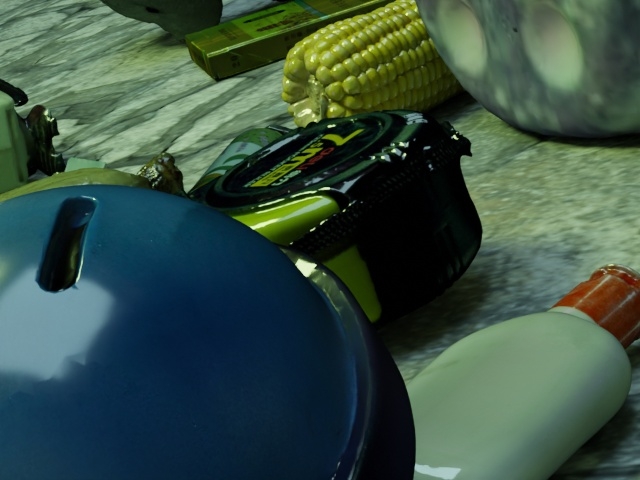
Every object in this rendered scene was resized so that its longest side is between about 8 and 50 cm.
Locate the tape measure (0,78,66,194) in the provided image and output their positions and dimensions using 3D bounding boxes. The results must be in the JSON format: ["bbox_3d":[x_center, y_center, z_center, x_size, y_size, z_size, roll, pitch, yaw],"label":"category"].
[{"bbox_3d":[-0.358,-0.077,1.697,0.235,0.115,0.207,-13,17,-18],"label":"tape measure"}]

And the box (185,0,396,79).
[{"bbox_3d":[-0.029,-0.208,1.918,0.193,0.030,0.121,-20,18,-8],"label":"box"}]

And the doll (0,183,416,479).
[{"bbox_3d":[-0.112,0.111,0.731,0.310,0.240,0.284,-18,32,13],"label":"doll"}]

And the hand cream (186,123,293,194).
[{"bbox_3d":[-0.074,-0.015,1.330,0.091,0.058,0.271,-45,2,31],"label":"hand cream"}]

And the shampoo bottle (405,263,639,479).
[{"bbox_3d":[0.091,0.074,0.935,0.108,0.051,0.221,-3,22,41],"label":"shampoo bottle"}]

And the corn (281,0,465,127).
[{"bbox_3d":[0.075,-0.147,1.546,0.244,0.093,0.093,-24,19,-36],"label":"corn"}]

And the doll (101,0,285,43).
[{"bbox_3d":[-0.092,-0.277,2.018,0.340,0.158,0.246,7,3,7],"label":"doll"}]

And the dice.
[{"bbox_3d":[0.227,-0.240,1.397,0.270,0.270,0.271,-24,20,-23],"label":"dice"}]

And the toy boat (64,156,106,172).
[{"bbox_3d":[-0.299,0.004,1.434,0.291,0.070,0.210,-17,12,3],"label":"toy boat"}]

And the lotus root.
[{"bbox_3d":[-0.177,-0.004,1.342,0.183,0.077,0.090,-21,13,-9],"label":"lotus root"}]

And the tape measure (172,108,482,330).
[{"bbox_3d":[0.000,0.000,1.149,0.199,0.112,0.186,-36,18,-33],"label":"tape measure"}]
